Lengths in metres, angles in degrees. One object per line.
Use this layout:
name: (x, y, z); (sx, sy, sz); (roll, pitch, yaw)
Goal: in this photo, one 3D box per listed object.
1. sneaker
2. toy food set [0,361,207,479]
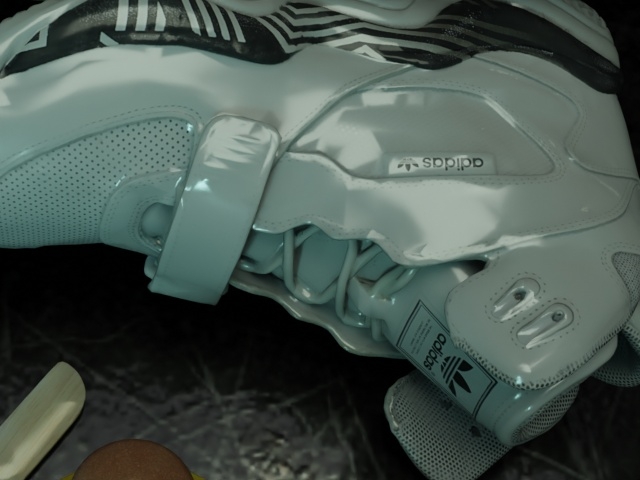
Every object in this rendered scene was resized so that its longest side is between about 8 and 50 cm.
sneaker: (0.000, 0.000, 0.569); (0.366, 0.137, 0.210); (-8, 60, -20)
toy food set: (-0.069, 0.144, 0.512); (0.218, 0.071, 0.128); (41, 61, 11)
